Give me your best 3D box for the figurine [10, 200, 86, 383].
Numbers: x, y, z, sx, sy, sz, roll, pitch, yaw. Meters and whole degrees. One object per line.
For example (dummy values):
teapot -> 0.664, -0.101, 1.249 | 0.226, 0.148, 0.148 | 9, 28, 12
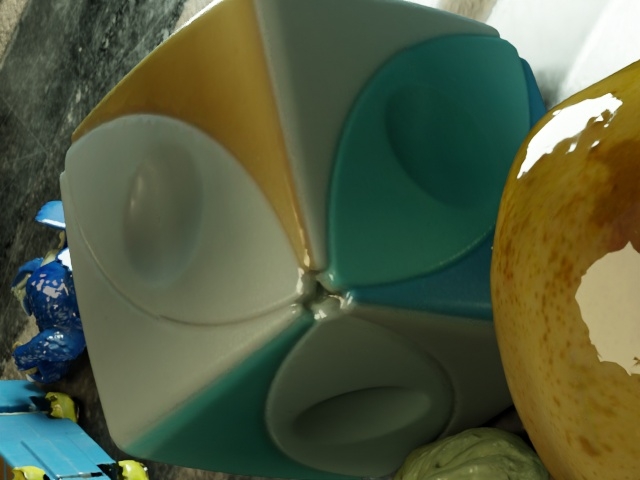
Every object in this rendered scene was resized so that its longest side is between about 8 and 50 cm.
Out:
figurine -> -0.300, 0.077, 2.371 | 0.262, 0.121, 0.164 | 121, 148, -51

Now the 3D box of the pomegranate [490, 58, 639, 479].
pomegranate -> 0.300, 0.049, 1.371 | 0.417, 0.417, 0.416 | -15, 71, 50

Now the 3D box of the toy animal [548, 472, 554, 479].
toy animal -> 0.280, 0.240, 1.610 | 0.214, 0.094, 0.186 | -38, 49, 50

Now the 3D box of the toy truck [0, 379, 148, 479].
toy truck -> -0.330, 0.293, 2.319 | 0.385, 0.161, 0.162 | 35, 119, 49

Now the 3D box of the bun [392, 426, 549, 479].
bun -> 0.123, 0.269, 1.764 | 0.204, 0.126, 0.212 | 21, 100, 54

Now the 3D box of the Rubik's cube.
Rubik's cube -> 0.000, 0.000, 1.796 | 0.352, 0.351, 0.347 | -36, 56, 40
